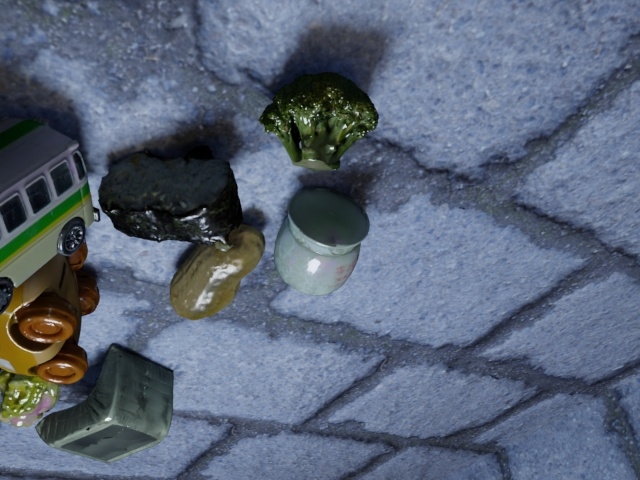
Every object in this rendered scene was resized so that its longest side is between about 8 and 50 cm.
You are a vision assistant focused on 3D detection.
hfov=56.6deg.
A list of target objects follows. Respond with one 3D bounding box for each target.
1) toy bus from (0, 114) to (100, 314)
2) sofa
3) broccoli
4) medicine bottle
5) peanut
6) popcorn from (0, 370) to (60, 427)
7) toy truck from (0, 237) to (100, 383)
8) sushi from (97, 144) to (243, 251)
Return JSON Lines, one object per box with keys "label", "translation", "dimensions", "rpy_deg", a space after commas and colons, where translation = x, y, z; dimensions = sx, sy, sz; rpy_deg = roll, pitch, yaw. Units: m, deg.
{"label": "toy bus", "translation": [-0.436, -0.024, 0.756], "dimensions": [0.143, 0.305, 0.179], "rpy_deg": [21, 131, 10]}
{"label": "sofa", "translation": [-0.477, 0.377, 1.344], "dimensions": [0.225, 0.176, 0.210], "rpy_deg": [-27, 139, 20]}
{"label": "broccoli", "translation": [-0.004, -0.170, 0.829], "dimensions": [0.162, 0.137, 0.146], "rpy_deg": [10, 168, -8]}
{"label": "medicine bottle", "translation": [0.000, 0.000, 1.024], "dimensions": [0.147, 0.147, 0.143], "rpy_deg": [4, 137, -18]}
{"label": "peanut", "translation": [-0.185, 0.055, 1.082], "dimensions": [0.120, 0.110, 0.236], "rpy_deg": [38, 116, -19]}
{"label": "popcorn", "translation": [-0.636, 0.330, 1.292], "dimensions": [0.126, 0.126, 0.145], "rpy_deg": [0, 114, -36]}
{"label": "toy truck", "translation": [-0.490, 0.100, 0.979], "dimensions": [0.212, 0.204, 0.288], "rpy_deg": [2, 140, -12]}
{"label": "sushi", "translation": [-0.222, -0.067, 0.908], "dimensions": [0.213, 0.147, 0.115], "rpy_deg": [0, 149, 14]}
